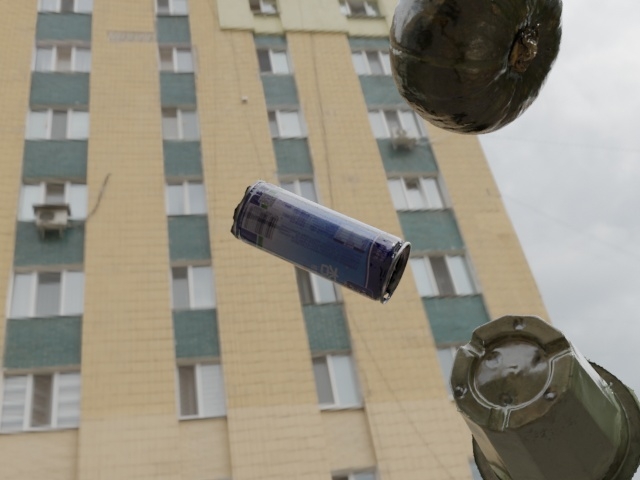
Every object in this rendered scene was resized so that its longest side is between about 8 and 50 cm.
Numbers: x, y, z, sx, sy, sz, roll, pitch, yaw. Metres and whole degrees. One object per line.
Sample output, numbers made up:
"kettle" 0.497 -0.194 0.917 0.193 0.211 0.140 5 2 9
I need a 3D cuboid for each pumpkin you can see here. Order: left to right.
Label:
"pumpkin" 0.170 -0.224 0.921 0.224 0.157 0.223 -22 -54 -35

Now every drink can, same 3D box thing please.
"drink can" 0.000 0.000 1.152 0.235 0.097 0.097 22 -38 15

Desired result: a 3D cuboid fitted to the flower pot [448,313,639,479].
"flower pot" 0.332 0.249 1.277 0.290 0.290 0.259 -24 -46 16
